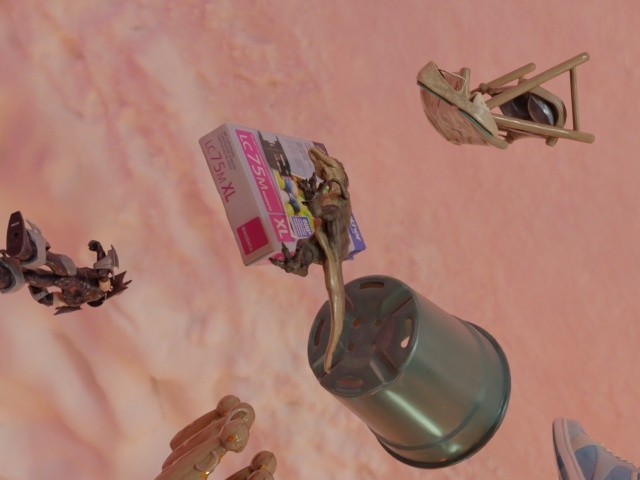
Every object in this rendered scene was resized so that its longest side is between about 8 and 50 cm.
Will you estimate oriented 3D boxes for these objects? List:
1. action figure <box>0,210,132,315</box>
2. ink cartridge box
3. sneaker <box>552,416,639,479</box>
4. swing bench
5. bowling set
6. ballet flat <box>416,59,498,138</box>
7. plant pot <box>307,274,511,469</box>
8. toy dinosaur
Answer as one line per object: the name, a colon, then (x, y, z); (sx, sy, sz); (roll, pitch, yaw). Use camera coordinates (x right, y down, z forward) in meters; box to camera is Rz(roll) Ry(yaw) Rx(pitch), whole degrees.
action figure: (-0.446, 0.055, 1.442); (0.185, 0.285, 0.099); (-30, 63, 11)
ink cartridge box: (-0.034, -0.059, 1.208); (0.065, 0.311, 0.186); (-27, 77, 24)
sneaker: (0.515, 0.406, 1.440); (0.208, 0.319, 0.127); (-11, 113, 9)
swing bench: (0.346, -0.256, 1.616); (0.254, 0.253, 0.165); (-9, 100, -8)
bowling set: (-0.112, 0.333, 1.183); (0.154, 0.287, 0.200); (-39, 97, 0)
ballet flat: (0.233, -0.233, 1.376); (0.168, 0.057, 0.052); (36, 102, -2)
plant pot: (0.165, 0.252, 1.709); (0.341, 0.341, 0.334); (-17, 144, 28)
toy dinosaur: (0.000, 0.000, 0.918); (0.064, 0.268, 0.118); (-7, 157, 23)
